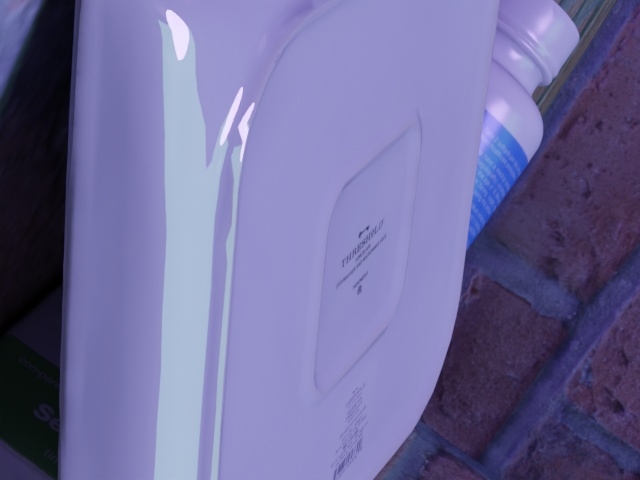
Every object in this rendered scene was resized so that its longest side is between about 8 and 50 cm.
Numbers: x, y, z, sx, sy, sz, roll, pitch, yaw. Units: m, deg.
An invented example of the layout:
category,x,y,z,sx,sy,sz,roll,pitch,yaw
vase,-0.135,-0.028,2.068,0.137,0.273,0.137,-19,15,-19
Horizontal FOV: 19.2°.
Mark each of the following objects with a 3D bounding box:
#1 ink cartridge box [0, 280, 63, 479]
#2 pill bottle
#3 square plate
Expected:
category,x,y,z,sx,sy,sz,roll,pitch,yaw
ink cartridge box,-0.099,0.087,0.853,0.219,0.092,0.160,-46,169,-51
pill bottle,0.048,-0.051,1.068,0.221,0.124,0.124,-53,173,-5
square plate,0.000,0.000,0.776,0.347,0.049,0.344,-42,143,-56
